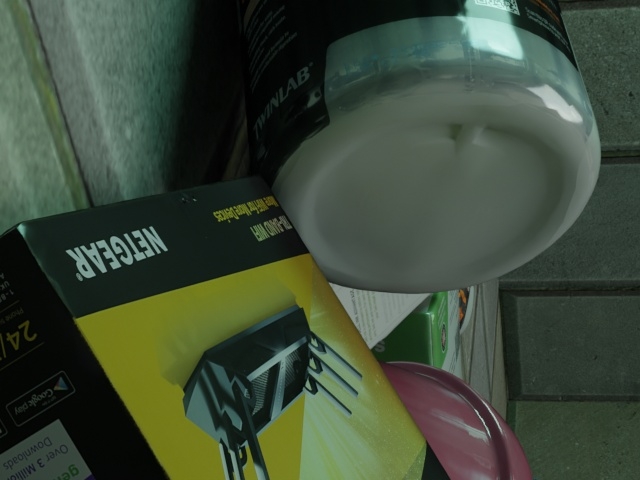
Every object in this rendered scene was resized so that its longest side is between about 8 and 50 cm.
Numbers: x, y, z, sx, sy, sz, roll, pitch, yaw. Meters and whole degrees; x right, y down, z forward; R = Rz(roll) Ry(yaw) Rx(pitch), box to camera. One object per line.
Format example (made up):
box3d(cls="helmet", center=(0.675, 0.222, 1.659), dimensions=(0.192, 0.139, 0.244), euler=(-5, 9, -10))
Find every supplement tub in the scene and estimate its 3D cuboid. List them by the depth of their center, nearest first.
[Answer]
box3d(cls="supplement tub", center=(0.048, -0.150, 0.804), dimensions=(0.207, 0.207, 0.338), euler=(73, 9, -52))

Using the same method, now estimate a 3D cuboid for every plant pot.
box3d(cls="plant pot", center=(0.025, 0.163, 0.838), dimensions=(0.180, 0.201, 0.201), euler=(43, 45, -52))

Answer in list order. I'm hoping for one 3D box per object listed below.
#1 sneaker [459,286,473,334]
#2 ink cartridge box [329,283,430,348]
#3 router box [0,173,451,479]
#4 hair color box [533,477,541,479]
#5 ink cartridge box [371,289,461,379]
box3d(cls="sneaker", center=(0.147, 0.000, 1.520), dimensions=(0.180, 0.125, 0.321), euler=(-46, 134, -74))
box3d(cls="ink cartridge box", center=(0.000, 0.000, 0.956), dimensions=(0.255, 0.097, 0.188), euler=(-40, 138, -29))
box3d(cls="router box", center=(-0.033, 0.099, 0.539), dimensions=(0.242, 0.081, 0.309), euler=(58, 14, 0))
box3d(cls="hair color box", center=(0.078, 0.343, 0.953), dimensions=(0.347, 0.105, 0.173), euler=(-38, 129, -47))
box3d(cls="ink cartridge box", center=(0.071, 0.161, 1.170), dimensions=(0.201, 0.117, 0.278), euler=(-57, 144, -69))
